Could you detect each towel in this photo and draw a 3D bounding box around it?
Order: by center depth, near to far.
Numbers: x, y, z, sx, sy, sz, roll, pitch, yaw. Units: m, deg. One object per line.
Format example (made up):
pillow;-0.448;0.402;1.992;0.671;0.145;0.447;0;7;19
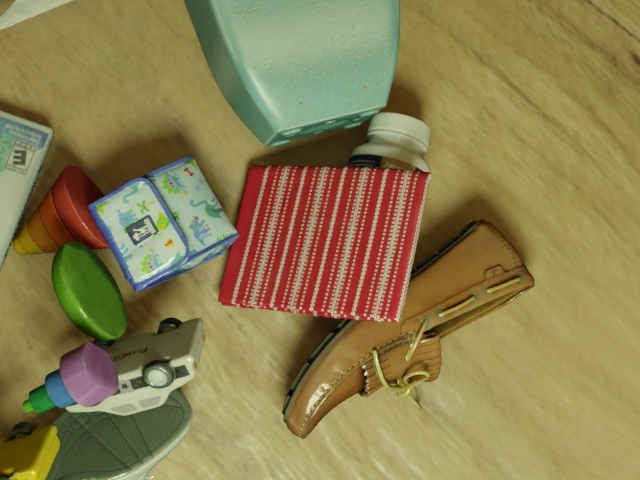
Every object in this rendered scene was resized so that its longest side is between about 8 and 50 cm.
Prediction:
towel;0.000;0.000;1.397;0.275;0.031;0.199;4;75;32

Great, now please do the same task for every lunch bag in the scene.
lunch bag;-0.202;-0.019;1.403;0.151;0.096;0.129;-27;82;-30

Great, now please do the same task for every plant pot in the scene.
plant pot;-0.025;-0.263;1.424;0.247;0.248;0.252;-15;90;-10

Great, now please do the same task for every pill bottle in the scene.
pill bottle;0.085;-0.068;1.458;0.112;0.112;0.186;16;78;-4

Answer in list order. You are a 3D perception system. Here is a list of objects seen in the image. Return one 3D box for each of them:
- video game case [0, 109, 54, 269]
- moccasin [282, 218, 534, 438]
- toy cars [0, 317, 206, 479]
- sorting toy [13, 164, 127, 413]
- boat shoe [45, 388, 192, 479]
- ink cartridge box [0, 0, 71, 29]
video game case;-0.550;-0.061;1.412;0.329;0.036;0.300;19;78;-4
moccasin;0.115;0.133;1.421;0.380;0.139;0.147;-35;77;-21
toy cars;-0.294;0.221;1.281;0.394;0.176;0.087;-36;120;-21
sorting toy;-0.318;0.066;1.327;0.126;0.127;0.365;-27;43;12
boat shoe;-0.300;0.288;1.357;0.320;0.103;0.118;-35;66;-18
ink cartridge box;-0.472;-0.374;1.470;0.275;0.060;0.239;-26;85;-12
